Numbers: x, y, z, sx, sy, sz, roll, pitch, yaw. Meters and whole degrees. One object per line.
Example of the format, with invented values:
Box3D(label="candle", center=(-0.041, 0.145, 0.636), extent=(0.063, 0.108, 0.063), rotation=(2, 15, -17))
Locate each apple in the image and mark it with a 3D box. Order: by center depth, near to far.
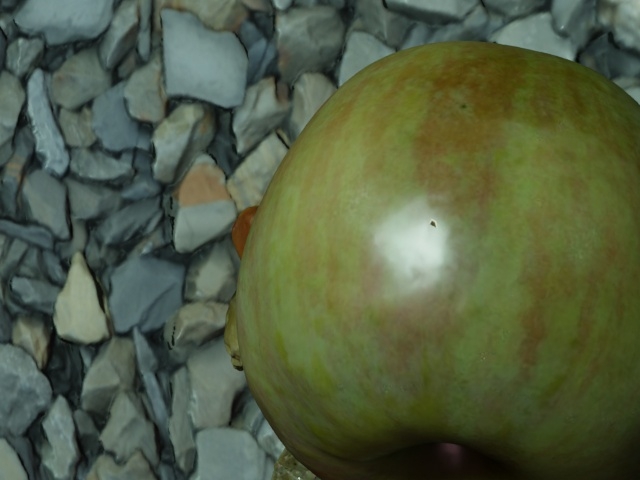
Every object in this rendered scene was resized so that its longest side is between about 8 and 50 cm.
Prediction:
Box3D(label="apple", center=(0.083, 0.025, 0.783), extent=(0.257, 0.257, 0.234), rotation=(-17, 48, 35))

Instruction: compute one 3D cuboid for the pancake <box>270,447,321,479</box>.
Box3D(label="pancake", center=(0.018, 0.194, 0.953), extent=(0.151, 0.025, 0.151), rotation=(-2, 87, 36))

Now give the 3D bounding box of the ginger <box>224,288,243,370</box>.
Box3D(label="ginger", center=(-0.002, 0.000, 0.922), extent=(0.095, 0.069, 0.190), rotation=(5, 67, 61))

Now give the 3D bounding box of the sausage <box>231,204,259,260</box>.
Box3D(label="sausage", center=(-0.020, 0.032, 0.981), extent=(0.041, 0.039, 0.131), rotation=(-45, 62, 34))
